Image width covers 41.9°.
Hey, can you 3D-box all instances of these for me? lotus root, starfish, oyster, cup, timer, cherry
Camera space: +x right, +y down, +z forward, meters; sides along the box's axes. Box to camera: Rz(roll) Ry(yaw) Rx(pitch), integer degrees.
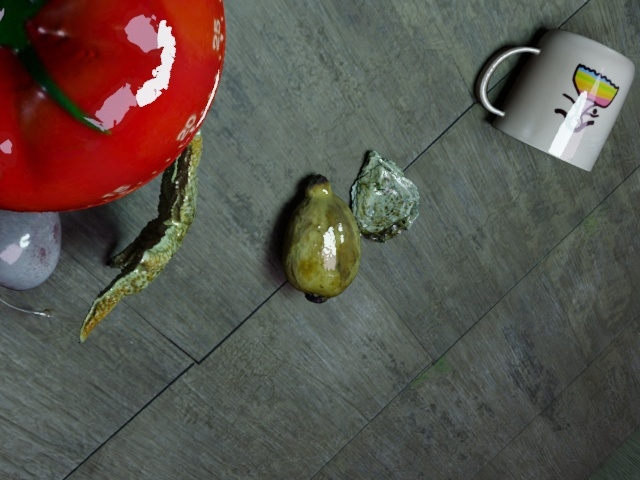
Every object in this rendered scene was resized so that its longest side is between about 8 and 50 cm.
[{"bbox_3d":[0.000,0.000,1.370,0.139,0.138,0.213,-18,117,-26],"label":"lotus root"},{"bbox_3d":[-0.212,-0.007,1.065,0.078,0.358,0.347,28,107,-19],"label":"starfish"},{"bbox_3d":[0.109,-0.069,1.447,0.125,0.064,0.177,5,127,-22],"label":"oyster"},{"bbox_3d":[0.403,-0.262,1.463,0.253,0.191,0.200,22,103,-9],"label":"cup"},{"bbox_3d":[-0.286,-0.216,0.850,0.378,0.279,0.377,0,96,4],"label":"timer"},{"bbox_3d":[-0.382,0.008,1.111,0.188,0.115,0.148,32,59,-52],"label":"cherry"}]
